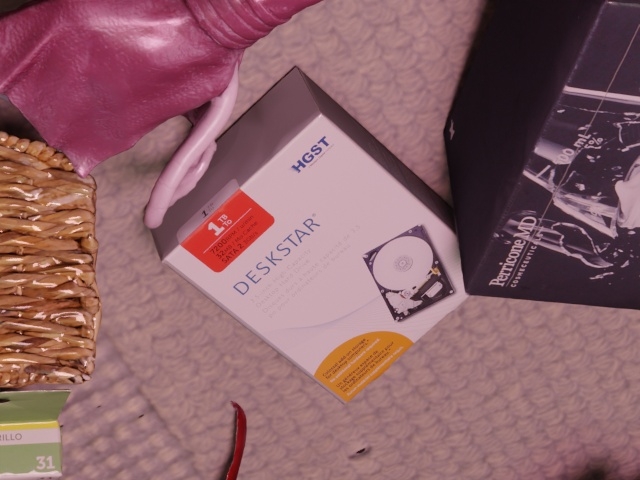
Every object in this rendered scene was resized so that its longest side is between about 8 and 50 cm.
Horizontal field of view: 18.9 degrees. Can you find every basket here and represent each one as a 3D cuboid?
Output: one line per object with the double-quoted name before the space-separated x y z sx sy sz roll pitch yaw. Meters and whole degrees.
"basket" -0.335 0.012 1.509 0.299 0.223 0.214 -2 89 -15

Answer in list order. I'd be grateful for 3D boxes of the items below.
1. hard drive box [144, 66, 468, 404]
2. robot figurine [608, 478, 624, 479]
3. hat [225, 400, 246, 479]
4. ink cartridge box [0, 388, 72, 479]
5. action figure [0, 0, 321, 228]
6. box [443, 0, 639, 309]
"hard drive box" 0.000 0.000 1.600 0.181 0.089 0.232 -43 122 12
"robot figurine" 0.303 0.351 1.840 0.353 0.200 0.300 -32 126 6
"hat" -0.071 0.285 1.800 0.173 0.184 0.208 23 155 -20
"ink cartridge box" -0.294 0.170 1.560 0.171 0.235 0.056 -2 77 -14
"action figure" -0.067 -0.170 1.342 0.370 0.248 0.276 -26 109 26
"box" 0.294 -0.109 1.480 0.312 0.179 0.343 6 141 -11
